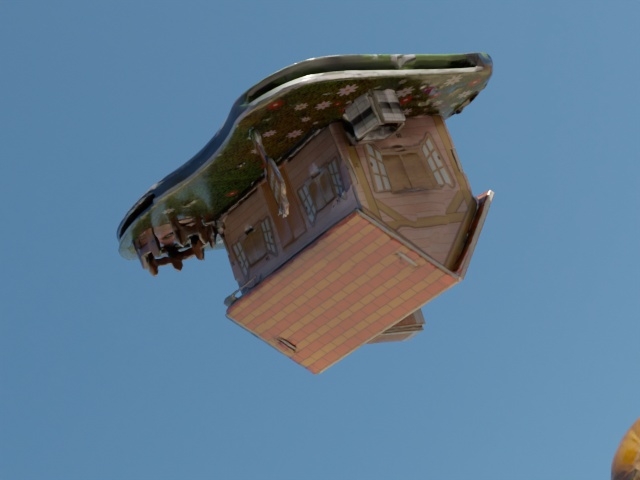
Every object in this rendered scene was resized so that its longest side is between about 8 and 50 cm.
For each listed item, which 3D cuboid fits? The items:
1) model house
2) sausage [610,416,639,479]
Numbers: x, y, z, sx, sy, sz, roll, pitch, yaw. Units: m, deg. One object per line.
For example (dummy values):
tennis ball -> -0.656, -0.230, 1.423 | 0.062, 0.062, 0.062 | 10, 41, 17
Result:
model house -> 0.000, 0.000, 1.111 | 0.207, 0.154, 0.294 | -8, -20, -38
sausage -> 0.329, 0.199, 1.117 | 0.270, 0.109, 0.109 | 25, -74, -19
